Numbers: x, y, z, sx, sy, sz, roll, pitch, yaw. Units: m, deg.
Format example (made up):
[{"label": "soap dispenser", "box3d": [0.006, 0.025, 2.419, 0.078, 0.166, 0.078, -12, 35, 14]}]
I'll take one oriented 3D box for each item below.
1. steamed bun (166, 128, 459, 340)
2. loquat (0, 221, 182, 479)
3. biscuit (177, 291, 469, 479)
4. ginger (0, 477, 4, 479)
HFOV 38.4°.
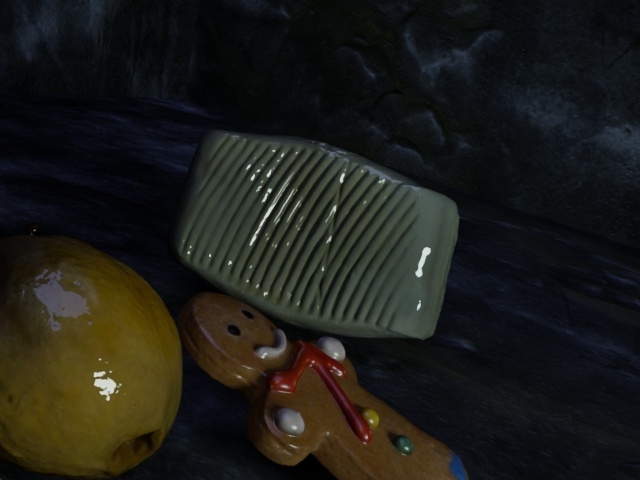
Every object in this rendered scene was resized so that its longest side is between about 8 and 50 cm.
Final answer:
[{"label": "steamed bun", "box3d": [-0.003, 0.000, 1.282, 0.383, 0.247, 0.236, 15, -4, 12]}, {"label": "loquat", "box3d": [-0.230, 0.102, 0.799, 0.238, 0.193, 0.238, 43, 13, -13]}, {"label": "biscuit", "box3d": [0.004, 0.153, 0.855, 0.324, 0.049, 0.205, 38, 21, 7]}, {"label": "ginger", "box3d": [-0.196, 0.220, 0.477, 0.375, 0.166, 0.236, 15, 5, 35]}]
